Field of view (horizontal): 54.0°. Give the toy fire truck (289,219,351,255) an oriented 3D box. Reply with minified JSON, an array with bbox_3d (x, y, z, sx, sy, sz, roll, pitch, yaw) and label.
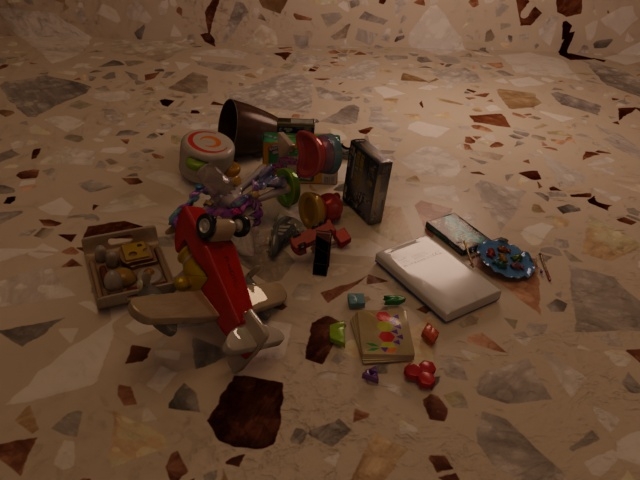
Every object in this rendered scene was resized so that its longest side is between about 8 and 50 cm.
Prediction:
[{"bbox_3d":[0.000,0.000,1.907,0.192,0.135,0.047,-26,63,-11],"label":"toy fire truck"}]

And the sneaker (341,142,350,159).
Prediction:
[{"bbox_3d":[0.069,-0.358,2.467,0.135,0.058,0.052,5,35,4],"label":"sneaker"}]

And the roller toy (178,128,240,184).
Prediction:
[{"bbox_3d":[-0.407,-0.294,2.254,0.209,0.146,0.191,-12,47,-31],"label":"roller toy"}]

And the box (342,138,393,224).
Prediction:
[{"bbox_3d":[0.152,-0.197,2.092,0.056,0.231,0.183,-11,38,-26],"label":"box"}]

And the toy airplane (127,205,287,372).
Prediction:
[{"bbox_3d":[-0.264,0.146,1.560,0.272,0.386,0.385,-29,30,33],"label":"toy airplane"}]

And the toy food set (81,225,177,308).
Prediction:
[{"bbox_3d":[-0.541,0.063,1.774,0.219,0.093,0.306,-12,38,-21],"label":"toy food set"}]

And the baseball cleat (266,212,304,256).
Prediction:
[{"bbox_3d":[-0.106,-0.019,1.954,0.109,0.072,0.206,10,38,-3],"label":"baseball cleat"}]

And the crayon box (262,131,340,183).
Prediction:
[{"bbox_3d":[-0.071,-0.296,2.271,0.278,0.166,0.081,2,35,-3],"label":"crayon box"}]

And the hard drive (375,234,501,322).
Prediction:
[{"bbox_3d":[0.339,0.103,1.844,0.210,0.040,0.318,-18,40,-28],"label":"hard drive"}]

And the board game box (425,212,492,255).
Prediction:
[{"bbox_3d":[0.449,-0.022,2.048,0.126,0.026,0.186,-17,40,-27],"label":"board game box"}]

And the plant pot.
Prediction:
[{"bbox_3d":[-0.254,-0.423,2.432,0.230,0.216,0.215,3,32,-29],"label":"plant pot"}]

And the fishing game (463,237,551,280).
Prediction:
[{"bbox_3d":[0.573,0.047,1.925,0.263,0.041,0.189,11,35,-3],"label":"fishing game"}]

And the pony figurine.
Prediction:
[{"bbox_3d":[-0.273,-0.114,1.946,0.363,0.303,0.350,-34,17,-37],"label":"pony figurine"}]

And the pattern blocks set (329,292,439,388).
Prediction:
[{"bbox_3d":[0.164,0.249,1.630,0.285,0.026,0.325,6,35,3],"label":"pattern blocks set"}]

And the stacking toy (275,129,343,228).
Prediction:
[{"bbox_3d":[-0.026,-0.220,2.083,0.130,0.309,0.279,-11,26,-33],"label":"stacking toy"}]

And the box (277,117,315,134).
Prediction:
[{"bbox_3d":[-0.093,-0.358,2.324,0.136,0.225,0.037,1,55,-3],"label":"box"}]

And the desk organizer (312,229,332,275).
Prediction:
[{"bbox_3d":[0.004,0.038,1.829,0.047,0.130,0.050,7,37,4],"label":"desk organizer"}]
